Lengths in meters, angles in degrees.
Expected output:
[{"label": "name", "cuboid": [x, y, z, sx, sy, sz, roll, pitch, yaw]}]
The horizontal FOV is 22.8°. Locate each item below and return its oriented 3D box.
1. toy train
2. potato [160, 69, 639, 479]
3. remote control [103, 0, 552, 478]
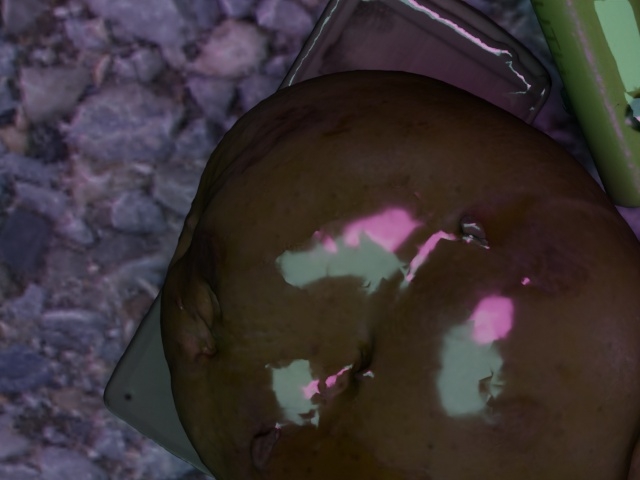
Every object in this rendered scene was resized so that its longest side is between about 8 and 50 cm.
[{"label": "toy train", "cuboid": [0.121, -0.131, 0.680, 0.105, 0.157, 0.253, -20, 101, 19]}, {"label": "potato", "cuboid": [0.066, 0.076, 0.706, 0.218, 0.202, 0.351, 19, 155, 39]}, {"label": "remote control", "cuboid": [0.000, 0.000, 0.817, 0.123, 0.038, 0.285, 30, 108, 1]}]
